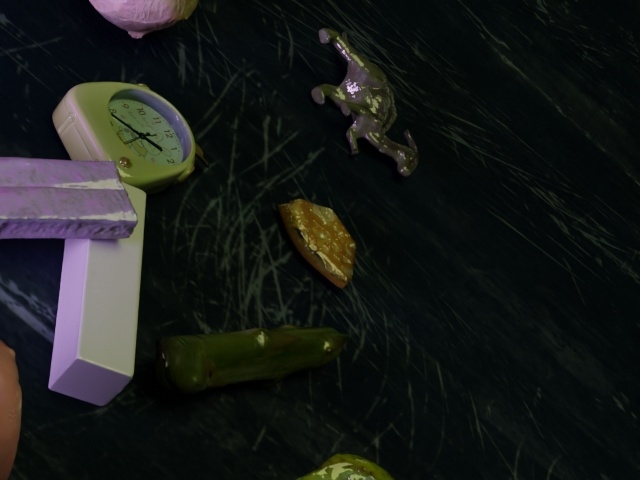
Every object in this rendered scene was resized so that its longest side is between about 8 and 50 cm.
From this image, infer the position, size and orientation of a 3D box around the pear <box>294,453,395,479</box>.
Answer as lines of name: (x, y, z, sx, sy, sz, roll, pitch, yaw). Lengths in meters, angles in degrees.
pear: (0.030, 0.378, 1.613, 0.255, 0.164, 0.238, -13, 63, -50)

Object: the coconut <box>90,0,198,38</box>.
coconut: (-0.263, -0.395, 2.042, 0.194, 0.194, 0.194, 25, 41, -25)

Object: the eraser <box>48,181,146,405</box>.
eraser: (-0.272, 0.055, 1.691, 0.078, 0.076, 0.298, 24, 42, -26)

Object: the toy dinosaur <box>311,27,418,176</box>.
toy dinosaur: (0.069, -0.234, 2.292, 0.162, 0.077, 0.294, -1, 71, -49)

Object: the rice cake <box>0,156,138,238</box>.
rice cake: (-0.376, -0.049, 1.645, 0.297, 0.050, 0.106, -1, 55, -20)

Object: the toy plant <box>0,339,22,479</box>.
toy plant: (-0.470, 0.141, 1.292, 0.356, 0.210, 0.317, 7, 91, -26)

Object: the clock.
clock: (-0.245, -0.138, 1.903, 0.232, 0.069, 0.170, -9, 62, -49)

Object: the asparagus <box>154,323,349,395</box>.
asparagus: (-0.094, 0.149, 1.771, 0.343, 0.085, 0.082, -3, 52, -50)

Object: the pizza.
pizza: (0.000, 0.000, 2.034, 0.160, 0.036, 0.099, 53, 38, 9)
